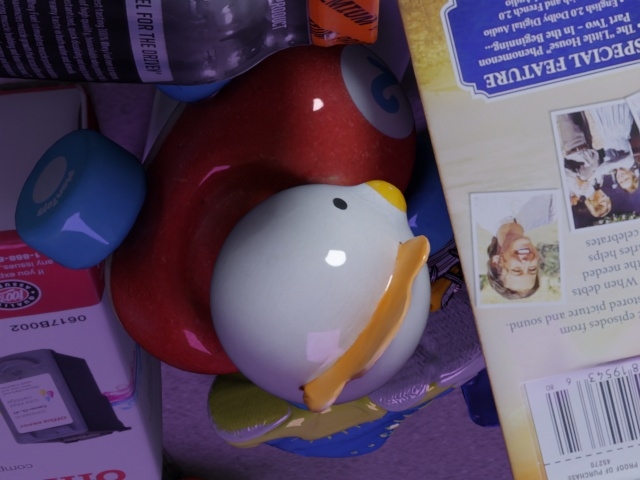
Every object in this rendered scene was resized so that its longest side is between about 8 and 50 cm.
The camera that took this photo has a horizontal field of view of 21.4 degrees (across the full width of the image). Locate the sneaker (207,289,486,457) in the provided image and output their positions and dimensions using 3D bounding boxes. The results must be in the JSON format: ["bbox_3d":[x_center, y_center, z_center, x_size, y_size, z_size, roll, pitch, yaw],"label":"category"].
[{"bbox_3d":[0.040,0.102,1.262,0.240,0.091,0.126,-16,154,25],"label":"sneaker"}]

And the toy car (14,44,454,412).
[{"bbox_3d":[0.000,0.000,0.890,0.219,0.238,0.210,35,88,-32],"label":"toy car"}]

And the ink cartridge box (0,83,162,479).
[{"bbox_3d":[-0.233,0.050,1.110,0.226,0.131,0.306,-7,141,2],"label":"ink cartridge box"}]

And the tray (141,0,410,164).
[{"bbox_3d":[-0.031,-0.087,1.037,0.145,0.030,0.270,4,142,-13],"label":"tray"}]

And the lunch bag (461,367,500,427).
[{"bbox_3d":[0.151,0.090,1.265,0.098,0.065,0.067,-8,127,6],"label":"lunch bag"}]

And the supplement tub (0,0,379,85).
[{"bbox_3d":[-0.139,-0.174,0.735,0.338,0.207,0.207,4,143,2],"label":"supplement tub"}]

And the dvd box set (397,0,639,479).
[{"bbox_3d":[0.206,-0.074,0.844,0.307,0.062,0.420,-14,100,10],"label":"dvd box set"}]

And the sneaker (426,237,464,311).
[{"bbox_3d":[0.077,0.001,1.090,0.225,0.093,0.088,-27,150,-2],"label":"sneaker"}]

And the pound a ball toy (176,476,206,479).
[{"bbox_3d":[-0.145,0.247,1.346,0.319,0.136,0.208,16,173,-26],"label":"pound a ball toy"}]
